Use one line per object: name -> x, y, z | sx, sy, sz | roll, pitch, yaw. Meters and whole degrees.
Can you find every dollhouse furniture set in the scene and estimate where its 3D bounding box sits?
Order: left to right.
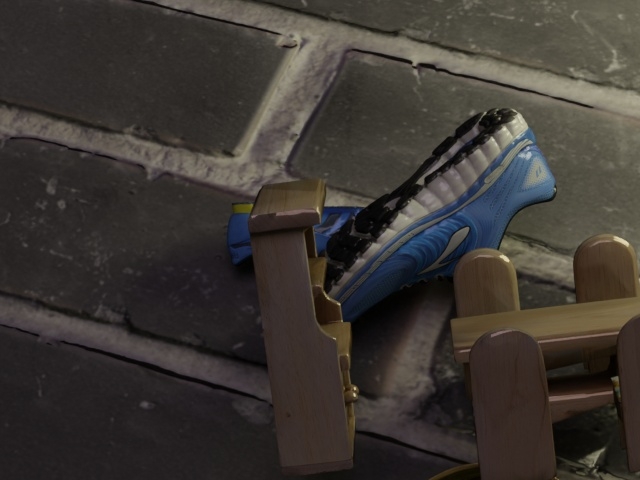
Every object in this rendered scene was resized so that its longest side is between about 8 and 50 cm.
dollhouse furniture set -> 0.145, 0.061, 1.837 | 0.394, 0.256, 0.362 | -7, 11, 3

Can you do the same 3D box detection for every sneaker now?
sneaker -> 0.000, 0.000, 2.133 | 0.209, 0.069, 0.082 | 1, 85, -3
sneaker -> 0.121, 0.011, 2.053 | 0.330, 0.147, 0.130 | -39, 16, 3

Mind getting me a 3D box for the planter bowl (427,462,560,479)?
planter bowl -> 0.171, 0.294, 1.843 | 0.217, 0.217, 0.090 | 1, 19, 7
